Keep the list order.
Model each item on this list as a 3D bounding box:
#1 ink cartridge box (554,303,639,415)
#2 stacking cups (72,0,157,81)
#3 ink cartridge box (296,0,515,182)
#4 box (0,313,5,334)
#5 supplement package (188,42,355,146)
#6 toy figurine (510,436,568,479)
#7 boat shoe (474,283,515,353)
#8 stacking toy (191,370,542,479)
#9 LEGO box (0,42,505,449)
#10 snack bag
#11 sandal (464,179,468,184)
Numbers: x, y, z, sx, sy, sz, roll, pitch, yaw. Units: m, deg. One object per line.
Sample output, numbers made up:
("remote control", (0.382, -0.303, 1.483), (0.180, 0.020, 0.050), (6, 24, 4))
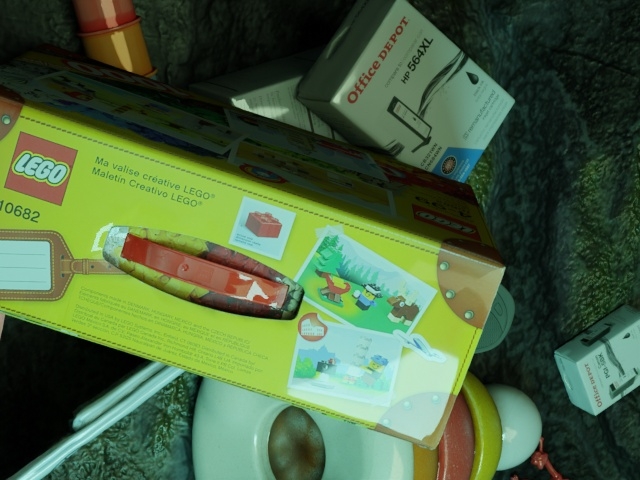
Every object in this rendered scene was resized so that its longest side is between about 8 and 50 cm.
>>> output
("ink cartridge box", (0.411, 0.170, 2.066), (0.135, 0.056, 0.099), (-32, 116, -16))
("stacking cups", (-0.218, -0.155, 1.659), (0.096, 0.096, 0.316), (-20, 106, -21))
("ink cartridge box", (0.098, -0.162, 1.648), (0.203, 0.086, 0.148), (36, 82, -30))
("box", (-0.439, 0.125, 1.575), (0.142, 0.154, 0.300), (9, 100, -28))
("supplement package", (-0.009, -0.147, 1.725), (0.244, 0.139, 0.134), (-19, 110, -21))
("toy figurine", (0.247, 0.443, 1.966), (0.362, 0.217, 0.191), (-26, 113, -19))
("boat shoe", (0.103, 0.059, 1.825), (0.320, 0.103, 0.118), (14, 103, -28))
("stacking toy", (0.107, 0.250, 1.849), (0.480, 0.351, 0.350), (1, 104, -47))
("LEGO box", (-0.100, -0.013, 1.448), (0.500, 0.372, 0.193), (18, 103, -4))
("snack bag", (-0.261, 0.202, 1.602), (0.342, 0.323, 0.037), (-37, 91, -10))
("sandal", (0.129, -0.002, 1.883), (0.090, 0.060, 0.219), (1, 118, -17))
